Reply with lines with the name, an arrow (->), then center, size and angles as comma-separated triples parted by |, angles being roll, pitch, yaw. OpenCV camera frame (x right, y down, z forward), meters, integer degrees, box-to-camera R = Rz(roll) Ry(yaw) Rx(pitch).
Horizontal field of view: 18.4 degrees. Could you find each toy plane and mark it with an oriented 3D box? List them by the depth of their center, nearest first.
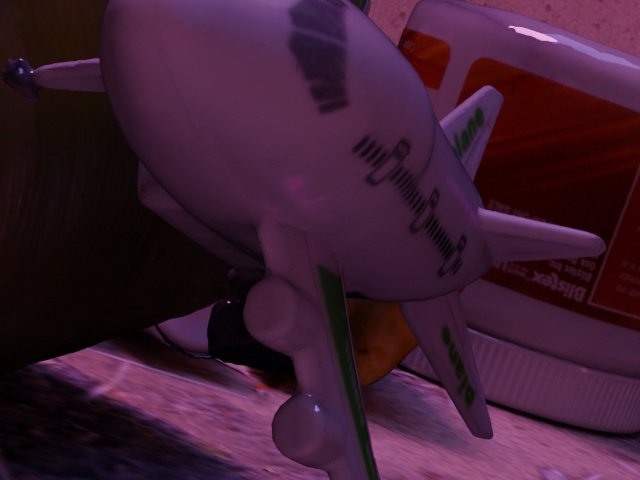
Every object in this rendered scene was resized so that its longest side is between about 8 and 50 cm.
toy plane -> -0.001, -0.019, 0.541 | 0.101, 0.251, 0.255 | -4, -15, 24

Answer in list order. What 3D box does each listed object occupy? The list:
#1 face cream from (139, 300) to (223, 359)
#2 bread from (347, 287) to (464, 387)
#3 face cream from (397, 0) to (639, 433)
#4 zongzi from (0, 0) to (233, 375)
face cream -> -0.098, 0.000, 0.899 | 0.092, 0.058, 0.243 | 9, 5, -28
bread -> 0.000, 0.000, 0.929 | 0.083, 0.114, 0.211 | 37, 2, -20
face cream -> 0.116, -0.018, 1.068 | 0.201, 0.187, 0.201 | 20, 7, -2
zongzi -> -0.166, -0.126, 0.507 | 0.181, 0.418, 0.447 | -7, 2, 16
